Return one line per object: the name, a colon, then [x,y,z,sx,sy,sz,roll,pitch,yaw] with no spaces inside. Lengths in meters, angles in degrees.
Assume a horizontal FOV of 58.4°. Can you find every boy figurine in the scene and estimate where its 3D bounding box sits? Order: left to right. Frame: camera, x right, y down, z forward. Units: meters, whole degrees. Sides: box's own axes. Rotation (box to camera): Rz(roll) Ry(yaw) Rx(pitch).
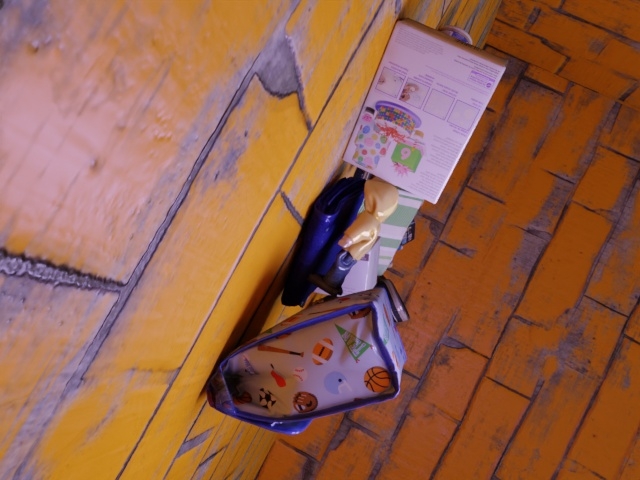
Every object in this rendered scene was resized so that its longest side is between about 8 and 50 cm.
boy figurine: [0.079,-0.008,1.305,0.285,0.092,0.177,-61,166,7]

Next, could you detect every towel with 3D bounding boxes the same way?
towel: [0.000,0.000,1.397,0.227,0.076,0.308,-39,157,-51]
towel: [0.168,-0.033,1.844,0.325,0.248,0.038,-66,-148,25]

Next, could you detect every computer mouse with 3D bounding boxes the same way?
computer mouse: [0.143,-0.243,1.560,0.071,0.041,0.242,-50,164,-52]

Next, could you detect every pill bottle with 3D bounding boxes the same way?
pill bottle: [0.371,-0.543,1.736,0.186,0.112,0.112,-61,171,-8]

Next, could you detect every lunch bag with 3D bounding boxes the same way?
lunch bag: [-0.020,0.266,1.254,0.328,0.385,0.239,10,63,-80]

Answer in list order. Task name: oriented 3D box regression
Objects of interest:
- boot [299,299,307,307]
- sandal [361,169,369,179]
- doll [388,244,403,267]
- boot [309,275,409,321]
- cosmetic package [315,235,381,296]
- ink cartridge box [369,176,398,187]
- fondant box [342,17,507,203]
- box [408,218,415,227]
boot: [-0.038,0.148,1.672,0.099,0.045,0.121,-64,164,-3]
sandal: [0.117,-0.230,1.452,0.072,0.049,0.180,-54,154,-71]
doll: [0.235,0.050,2.027,0.129,0.046,0.189,-22,159,-8]
boot: [0.125,0.233,1.949,0.284,0.138,0.377,-27,-160,-4]
cosmetic package: [0.081,0.066,1.642,0.184,0.151,0.151,-36,133,-70]
ink cartridge box: [0.265,-0.151,2.029,0.207,0.119,0.353,-32,167,-5]
fondant box: [0.221,-0.280,1.255,0.330,0.238,0.096,-67,172,30]
box: [0.201,0.013,2.065,0.293,0.073,0.295,-31,167,2]
